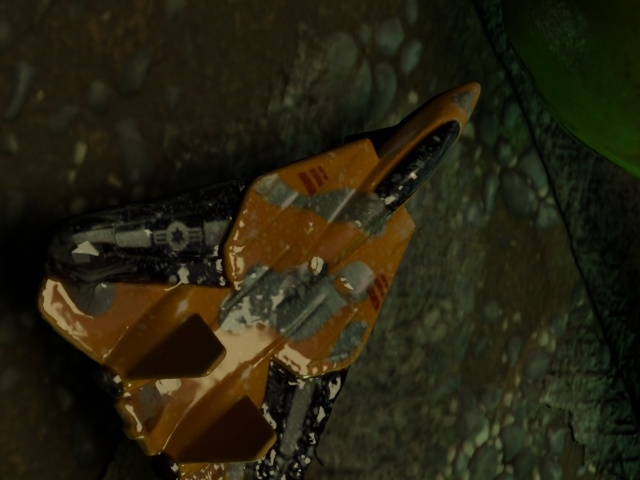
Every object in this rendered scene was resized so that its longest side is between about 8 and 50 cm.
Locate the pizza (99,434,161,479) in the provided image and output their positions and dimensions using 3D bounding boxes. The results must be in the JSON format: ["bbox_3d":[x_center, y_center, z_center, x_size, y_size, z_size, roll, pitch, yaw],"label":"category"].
[{"bbox_3d":[-0.061,0.217,0.914,0.188,0.080,0.204,47,63,-40],"label":"pizza"}]

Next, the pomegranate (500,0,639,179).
[{"bbox_3d":[0.232,-0.180,1.068,0.260,0.260,0.341,43,35,-43],"label":"pomegranate"}]

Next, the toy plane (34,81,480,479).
[{"bbox_3d":[-0.009,0.002,0.921,0.204,0.103,0.316,60,42,-21],"label":"toy plane"}]
